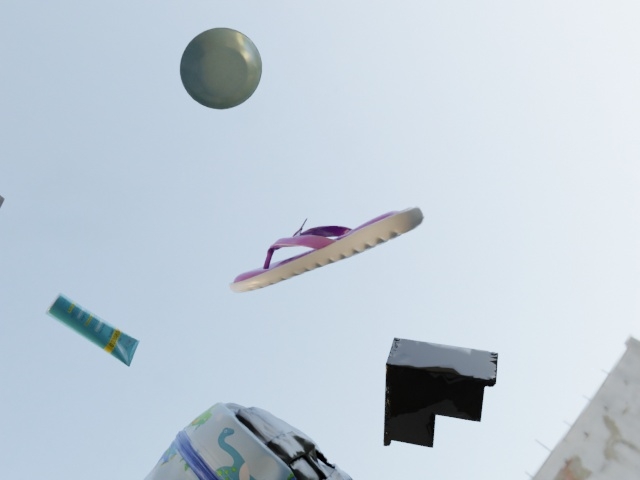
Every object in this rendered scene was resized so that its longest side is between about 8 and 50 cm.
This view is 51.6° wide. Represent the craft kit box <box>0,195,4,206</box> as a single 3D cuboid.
[{"bbox_3d":[-0.683,-0.114,1.049,0.247,0.249,0.061,57,-135,-51],"label":"craft kit box"}]

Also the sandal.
[{"bbox_3d":[0.003,0.000,1.323,0.416,0.102,0.169,-21,-3,13],"label":"sandal"}]

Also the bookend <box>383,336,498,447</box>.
[{"bbox_3d":[0.177,0.238,0.990,0.072,0.157,0.156,-58,-30,-59],"label":"bookend"}]

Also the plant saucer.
[{"bbox_3d":[-0.232,-0.401,1.561,0.195,0.195,0.037,-56,-1,-1],"label":"plant saucer"}]

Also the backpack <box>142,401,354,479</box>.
[{"bbox_3d":[-0.060,0.298,0.668,0.273,0.290,0.356,-36,-17,-28],"label":"backpack"}]

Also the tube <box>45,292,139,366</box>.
[{"bbox_3d":[-0.486,0.190,1.420,0.207,0.080,0.052,38,-55,-21],"label":"tube"}]
